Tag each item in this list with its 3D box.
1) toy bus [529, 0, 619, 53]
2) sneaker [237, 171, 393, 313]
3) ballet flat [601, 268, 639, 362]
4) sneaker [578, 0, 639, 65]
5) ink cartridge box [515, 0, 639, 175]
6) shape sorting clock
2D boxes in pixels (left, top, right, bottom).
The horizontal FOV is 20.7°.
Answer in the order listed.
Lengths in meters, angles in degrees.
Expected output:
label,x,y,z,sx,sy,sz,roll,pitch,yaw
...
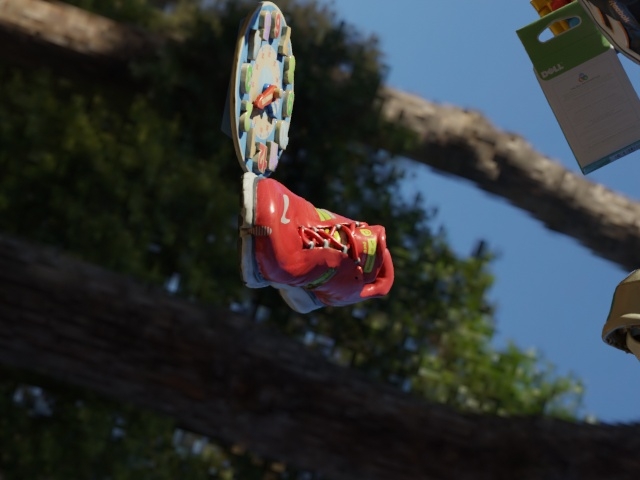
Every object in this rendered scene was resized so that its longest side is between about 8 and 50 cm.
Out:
label,x,y,z,sx,sy,sz,roll,pitch,yaw
toy bus,0.402,-0.351,2.429,0.220,0.149,0.211,-38,175,23
sneaker,0.000,0.000,1.642,0.279,0.118,0.107,31,58,-69
ballet flat,0.337,0.112,1.408,0.086,0.248,0.086,-47,156,-29
sneaker,0.376,-0.310,2.080,0.126,0.321,0.127,-56,-167,-16
ink cartridge box,0.352,-0.205,2.324,0.209,0.109,0.062,65,8,12
shape sorting clock,-0.064,-0.172,2.020,0.206,0.040,0.206,9,90,-73
